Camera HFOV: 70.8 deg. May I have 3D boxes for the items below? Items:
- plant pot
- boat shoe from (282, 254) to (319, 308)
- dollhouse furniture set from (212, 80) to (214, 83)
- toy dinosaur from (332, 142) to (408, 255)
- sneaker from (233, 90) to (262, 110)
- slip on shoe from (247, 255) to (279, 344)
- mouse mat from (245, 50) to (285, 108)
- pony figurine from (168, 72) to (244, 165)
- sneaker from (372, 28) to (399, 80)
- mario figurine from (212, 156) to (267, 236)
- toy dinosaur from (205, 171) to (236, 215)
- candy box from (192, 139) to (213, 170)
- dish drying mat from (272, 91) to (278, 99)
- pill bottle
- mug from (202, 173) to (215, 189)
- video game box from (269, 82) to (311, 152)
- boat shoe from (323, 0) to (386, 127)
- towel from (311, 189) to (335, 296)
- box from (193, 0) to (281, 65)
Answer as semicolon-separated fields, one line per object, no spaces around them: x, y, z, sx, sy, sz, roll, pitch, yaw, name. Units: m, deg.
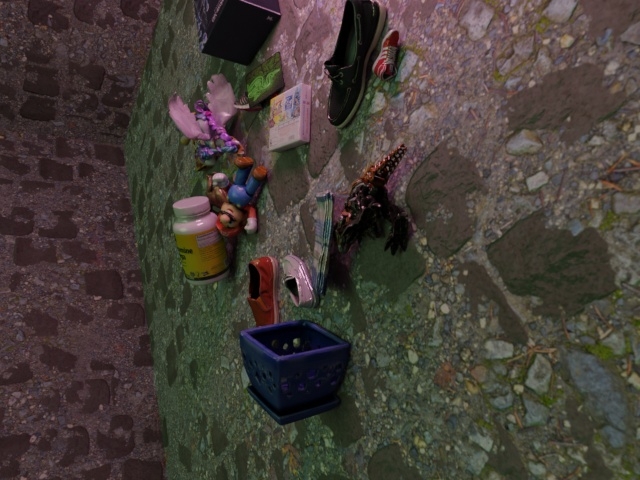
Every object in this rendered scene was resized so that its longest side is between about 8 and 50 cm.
-0.079;0.370;1.276;0.236;0.236;0.212;16;107;54;plant pot
-0.081;0.122;1.420;0.226;0.076;0.083;51;128;44;boat shoe
-0.438;-0.660;1.985;0.152;0.076;0.059;46;125;47;dollhouse furniture set
0.112;-0.088;1.108;0.218;0.164;0.322;-104;13;-49;toy dinosaur
-0.283;-0.550;1.769;0.170;0.063;0.075;17;102;49;sneaker
-0.210;0.220;1.580;0.123;0.101;0.331;-1;88;53;slip on shoe
-0.207;-0.591;1.664;0.189;0.007;0.153;-22;70;36;mouse mat
-0.474;-0.470;1.885;0.363;0.303;0.351;6;130;52;pony figurine
0.173;-0.457;1.122;0.067;0.042;0.118;66;145;39;sneaker
-0.319;-0.143;1.703;0.198;0.170;0.320;53;128;40;mario figurine
-0.413;-0.171;1.882;0.295;0.127;0.200;-7;82;51;toy dinosaur
-0.566;-0.434;2.157;0.109;0.053;0.187;-12;85;54;candy box
-0.168;-0.538;1.648;0.032;0.008;0.083;-29;65;50;dish drying mat
-0.491;0.000;1.838;0.188;0.188;0.334;24;128;53;pill bottle
-0.507;-0.261;2.069;0.062;0.064;0.078;-61;42;33;mug
-0.106;-0.406;1.517;0.205;0.048;0.187;0;90;55;video game box
0.065;-0.478;1.218;0.127;0.113;0.340;51;128;43;boat shoe
0.000;0.000;1.280;0.209;0.034;0.285;-143;58;-80;towel
-0.337;-0.947;1.743;0.293;0.212;0.395;-34;61;48;box
